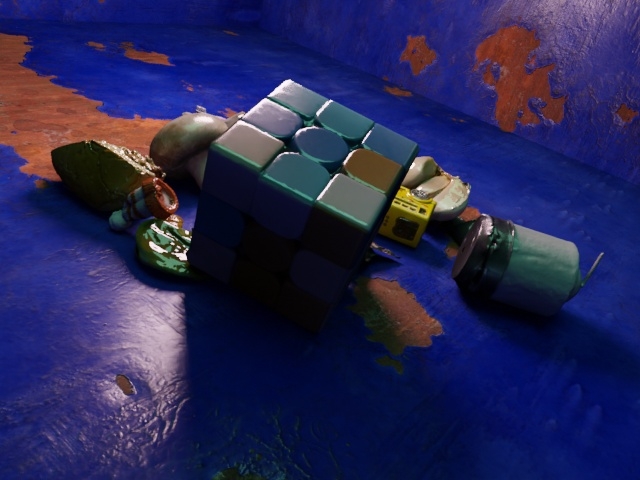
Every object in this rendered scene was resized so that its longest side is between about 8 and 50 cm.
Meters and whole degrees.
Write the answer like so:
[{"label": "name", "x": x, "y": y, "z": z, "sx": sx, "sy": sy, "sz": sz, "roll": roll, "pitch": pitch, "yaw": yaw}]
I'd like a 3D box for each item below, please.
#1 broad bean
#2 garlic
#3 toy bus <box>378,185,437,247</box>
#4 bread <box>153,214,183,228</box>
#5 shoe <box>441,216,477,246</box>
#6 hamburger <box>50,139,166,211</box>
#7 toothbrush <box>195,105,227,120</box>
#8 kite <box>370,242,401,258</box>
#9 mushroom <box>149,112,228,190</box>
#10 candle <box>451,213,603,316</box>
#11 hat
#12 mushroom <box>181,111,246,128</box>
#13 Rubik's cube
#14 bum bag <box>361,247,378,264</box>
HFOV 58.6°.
[{"label": "broad bean", "x": -0.327, "y": 0.024, "z": 1.294, "sx": 0.207, "sy": 0.072, "sz": 0.153, "roll": 24, "pitch": 44, "yaw": 11}, {"label": "garlic", "x": 0.326, "y": -0.147, "z": 1.835, "sx": 0.203, "sy": 0.184, "sz": 0.281, "roll": -34, "pitch": 69, "yaw": -22}, {"label": "toy bus", "x": 0.164, "y": -0.105, "z": 1.699, "sx": 0.330, "sy": 0.144, "sz": 0.152, "roll": 23, "pitch": 33, "yaw": 8}, {"label": "bread", "x": -0.377, "y": -0.035, "z": 1.401, "sx": 0.081, "sy": 0.046, "sz": 0.083, "roll": 22, "pitch": 30, "yaw": 16}, {"label": "shoe", "x": 0.474, "y": -0.037, "z": 1.790, "sx": 0.108, "sy": 0.093, "sz": 0.241, "roll": 2, "pitch": 30, "yaw": -26}, {"label": "hamburger", "x": -0.537, "y": -0.168, "z": 1.442, "sx": 0.282, "sy": 0.245, "sz": 0.155, "roll": -21, "pitch": -10, "yaw": 17}, {"label": "toothbrush", "x": -0.359, "y": -0.457, "z": 2.182, "sx": 0.287, "sy": 0.025, "sz": 0.020, "roll": 25, "pitch": 30, "yaw": 15}, {"label": "kite", "x": 0.120, "y": -0.007, "z": 1.573, "sx": 0.232, "sy": 0.009, "sz": 0.189, "roll": 30, "pitch": 10, "yaw": 8}, {"label": "mushroom", "x": -0.352, "y": -0.232, "z": 1.616, "sx": 0.244, "sy": 0.243, "sz": 0.243, "roll": 12, "pitch": 29, "yaw": -7}, {"label": "candle", "x": 0.534, "y": 0.077, "z": 1.490, "sx": 0.343, "sy": 0.221, "sz": 0.221, "roll": 20, "pitch": 29, "yaw": 0}, {"label": "hat", "x": -0.430, "y": -0.076, "z": 1.354, "sx": 0.163, "sy": 0.112, "sz": 0.093, "roll": -19, "pitch": 61, "yaw": 15}, {"label": "mushroom", "x": -0.372, "y": -0.388, "z": 1.951, "sx": 0.278, "sy": 0.099, "sz": 0.096, "roll": -4, "pitch": 68, "yaw": -5}, {"label": "Rubik's cube", "x": -0.039, "y": -0.078, "z": 1.236, "sx": 0.345, "sy": 0.346, "sz": 0.346, "roll": 28, "pitch": 45, "yaw": 5}, {"label": "bum bag", "x": 0.000, "y": 0.000, "z": 1.492, "sx": 0.327, "sy": 0.079, "sz": 0.142, "roll": 14, "pitch": 17, "yaw": -6}]
